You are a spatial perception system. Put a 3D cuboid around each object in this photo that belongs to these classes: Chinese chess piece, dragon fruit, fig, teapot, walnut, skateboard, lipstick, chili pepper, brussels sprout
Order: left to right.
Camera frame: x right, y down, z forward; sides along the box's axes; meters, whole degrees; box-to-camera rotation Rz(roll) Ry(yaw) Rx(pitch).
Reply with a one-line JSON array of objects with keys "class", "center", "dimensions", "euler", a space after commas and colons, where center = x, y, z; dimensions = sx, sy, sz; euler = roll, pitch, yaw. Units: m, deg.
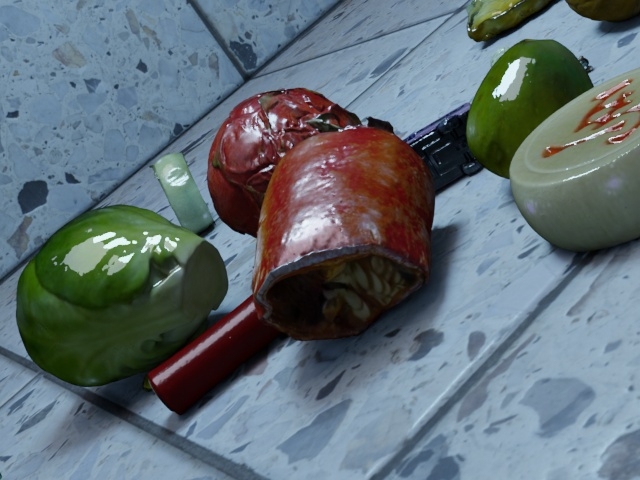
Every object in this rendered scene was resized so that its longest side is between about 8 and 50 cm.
[{"class": "brussels sprout", "center": [-0.327, 0.084, 1.760], "dimensions": [0.354, 0.282, 0.289], "euler": [-9, 11, 26]}, {"class": "Chinese chess piece", "center": [-0.308, -0.103, 2.361], "dimensions": [0.083, 0.188, 0.188], "euler": [-25, 16, -7]}, {"class": "lipstick", "center": [-0.137, 0.154, 1.541], "dimensions": [0.241, 0.080, 0.080], "euler": [-37, 17, -6]}, {"class": "dragon fruit", "center": [-0.058, -0.126, 1.801], "dimensions": [0.277, 0.277, 0.342], "euler": [-45, 10, -27]}, {"class": "chili pepper", "center": [0.035, 0.007, 1.439], "dimensions": [0.251, 0.229, 0.305], "euler": [-4, 37, 6]}, {"class": "teapot", "center": [0.334, -0.304, 1.893], "dimensions": [0.083, 0.057, 0.067], "euler": [-83, 11, -63]}, {"class": "fig", "center": [0.287, -0.177, 1.432], "dimensions": [0.181, 0.191, 0.181], "euler": [2, 5, 0]}, {"class": "skateboard", "center": [0.405, -0.280, 1.730], "dimensions": [0.064, 0.032, 0.083], "euler": [-43, 18, 14]}, {"class": "walnut", "center": [0.492, -0.449, 1.786], "dimensions": [0.167, 0.167, 0.207], "euler": [-37, 15, -3]}, {"class": "Chinese chess piece", "center": [0.349, -0.100, 1.232], "dimensions": [0.273, 0.102, 0.273], "euler": [-33, 17, 11]}]

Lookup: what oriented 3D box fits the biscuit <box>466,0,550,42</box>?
[{"class": "biscuit", "center": [0.414, -0.526, 2.287], "dimensions": [0.335, 0.078, 0.329], "euler": [-44, 21, -22]}]

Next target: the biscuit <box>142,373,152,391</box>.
[{"class": "biscuit", "center": [-0.162, 0.154, 1.680], "dimensions": [0.292, 0.026, 0.048], "euler": [-34, 24, 8]}]

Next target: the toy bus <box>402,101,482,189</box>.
[{"class": "toy bus", "center": [0.173, -0.134, 1.672], "dimensions": [0.198, 0.096, 0.108], "euler": [-30, 14, 13]}]

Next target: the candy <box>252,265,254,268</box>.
[{"class": "candy", "center": [-0.001, -0.001, 1.679], "dimensions": [0.292, 0.059, 0.086], "euler": [-25, -17, 35]}]

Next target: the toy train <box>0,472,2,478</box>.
[{"class": "toy train", "center": [-0.572, 0.425, 1.725], "dimensions": [0.122, 0.050, 0.081], "euler": [-36, 27, 2]}]
